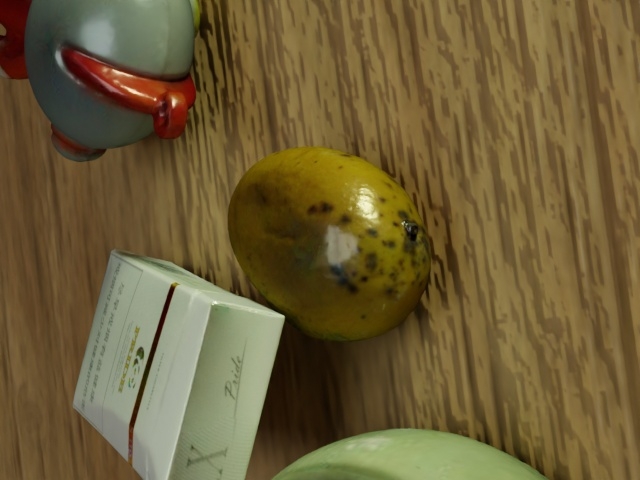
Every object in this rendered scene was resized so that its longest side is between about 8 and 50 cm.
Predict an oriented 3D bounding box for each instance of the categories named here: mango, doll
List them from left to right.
[{"bbox_3d":[-0.122,-0.121,0.686,0.245,0.076,0.142,46,123,38],"label":"doll"},{"bbox_3d":[0.000,0.000,0.584,0.114,0.057,0.078,20,110,52],"label":"mango"}]

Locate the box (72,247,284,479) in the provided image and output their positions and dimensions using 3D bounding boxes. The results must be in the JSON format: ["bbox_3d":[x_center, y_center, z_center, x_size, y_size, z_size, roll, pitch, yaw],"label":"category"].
[{"bbox_3d":[-0.069,0.056,0.621,0.154,0.040,0.084,18,92,65],"label":"box"}]

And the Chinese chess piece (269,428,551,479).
[{"bbox_3d":[0.035,0.168,0.536,0.188,0.083,0.188,4,96,44],"label":"Chinese chess piece"}]
